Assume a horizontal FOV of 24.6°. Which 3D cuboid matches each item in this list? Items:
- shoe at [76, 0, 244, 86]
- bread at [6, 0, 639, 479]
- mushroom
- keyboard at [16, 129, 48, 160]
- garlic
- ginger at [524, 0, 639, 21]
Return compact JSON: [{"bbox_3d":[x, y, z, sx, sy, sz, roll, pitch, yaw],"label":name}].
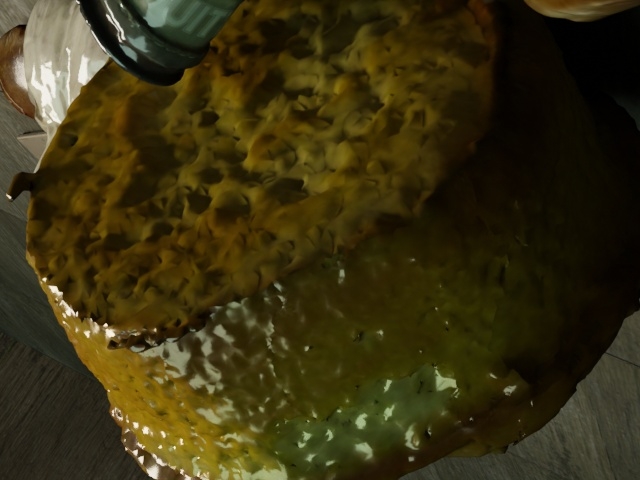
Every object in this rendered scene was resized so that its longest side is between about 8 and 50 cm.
[{"bbox_3d":[-0.113,-0.253,0.913,0.109,0.149,0.293,-2,-118,-58],"label":"shoe"},{"bbox_3d":[0.012,-0.022,0.948,0.398,0.398,0.215,17,152,41],"label":"bread"},{"bbox_3d":[-0.284,-0.160,1.532,0.135,0.080,0.170,46,157,-8],"label":"mushroom"},{"bbox_3d":[-0.325,-0.118,1.821,0.055,0.017,0.166,46,159,-24],"label":"keyboard"},{"bbox_3d":[-0.186,-0.116,1.268,0.218,0.212,0.218,28,156,14],"label":"garlic"},{"bbox_3d":[0.109,-0.186,0.653,0.165,0.172,0.321,-3,-171,-42],"label":"ginger"}]
